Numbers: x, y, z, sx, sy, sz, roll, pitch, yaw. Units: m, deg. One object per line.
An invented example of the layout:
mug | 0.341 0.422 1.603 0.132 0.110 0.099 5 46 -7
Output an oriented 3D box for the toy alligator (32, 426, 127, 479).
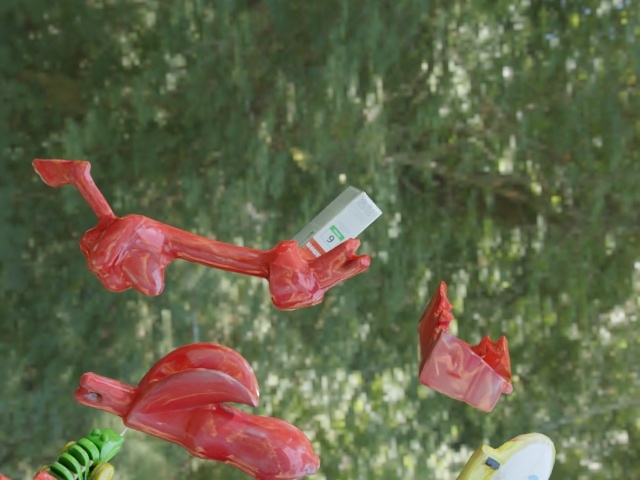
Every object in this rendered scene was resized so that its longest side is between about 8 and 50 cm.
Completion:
toy alligator | -0.244 0.227 1.304 0.189 0.056 0.051 -43 149 -40

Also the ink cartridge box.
ink cartridge box | 0.000 0.000 1.120 0.029 0.115 0.063 48 -2 -12

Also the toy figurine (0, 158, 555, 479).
toy figurine | -0.081 0.179 0.318 0.362 0.191 0.217 -61 -175 17
